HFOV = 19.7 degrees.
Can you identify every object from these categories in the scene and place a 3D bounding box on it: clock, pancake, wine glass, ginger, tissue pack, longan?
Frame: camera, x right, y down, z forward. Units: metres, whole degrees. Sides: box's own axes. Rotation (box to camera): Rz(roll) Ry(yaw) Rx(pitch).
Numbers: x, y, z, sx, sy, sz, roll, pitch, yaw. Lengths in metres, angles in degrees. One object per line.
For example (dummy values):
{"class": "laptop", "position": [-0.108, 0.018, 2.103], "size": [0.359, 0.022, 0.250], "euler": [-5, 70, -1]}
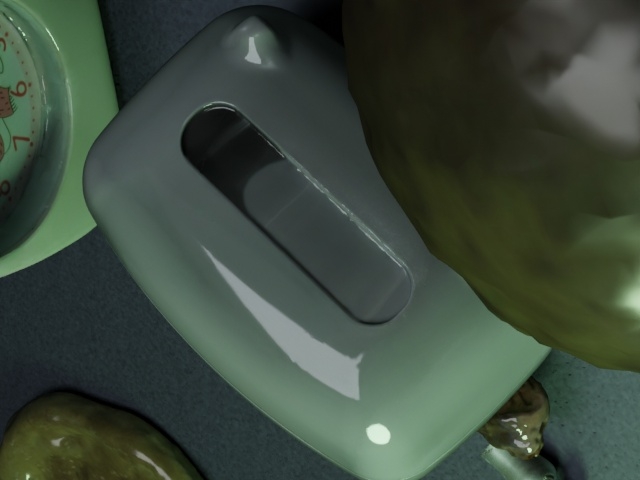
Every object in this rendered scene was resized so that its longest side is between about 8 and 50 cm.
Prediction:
{"class": "clock", "position": [-0.296, -0.094, 1.424], "size": [0.108, 0.324, 0.265], "euler": [10, 118, 33]}
{"class": "pancake", "position": [-0.208, 0.278, 1.754], "size": [0.294, 0.049, 0.295], "euler": [18, 123, 31]}
{"class": "wine glass", "position": [0.162, 0.182, 1.419], "size": [0.083, 0.042, 0.039], "euler": [42, 138, 14]}
{"class": "ginger", "position": [0.059, 0.076, 1.426], "size": [0.290, 0.084, 0.122], "euler": [35, 107, 20]}
{"class": "tissue pack", "position": [0.000, 0.000, 1.272], "size": [0.333, 0.229, 0.236], "euler": [43, 173, 14]}
{"class": "longan", "position": [0.203, -0.117, 1.003], "size": [0.391, 0.391, 0.391], "euler": [18, 124, 29]}
